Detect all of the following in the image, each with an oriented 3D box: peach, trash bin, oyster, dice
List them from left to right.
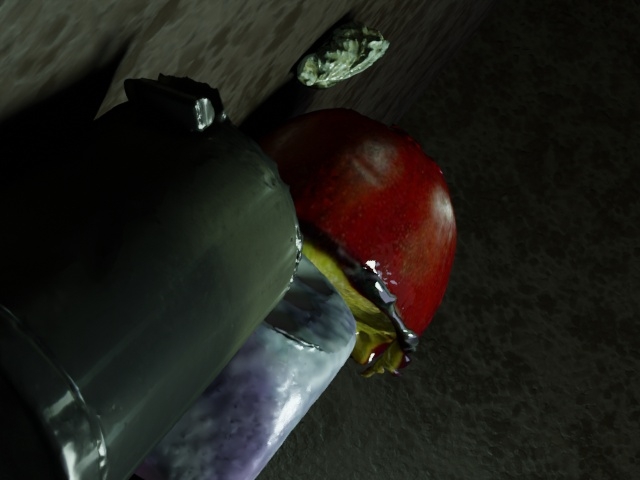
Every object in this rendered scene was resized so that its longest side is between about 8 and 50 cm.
[{"bbox_3d":[-0.162,0.048,0.719,0.301,0.203,0.252,-49,155,-54],"label":"trash bin"},{"bbox_3d":[-0.145,0.113,1.065,0.271,0.270,0.270,-52,177,16],"label":"dice"},{"bbox_3d":[0.000,0.000,1.457,0.416,0.339,0.353,-36,134,-72],"label":"peach"},{"bbox_3d":[0.024,-0.237,1.430,0.125,0.064,0.177,-36,-170,9],"label":"oyster"}]

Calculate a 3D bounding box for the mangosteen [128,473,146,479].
[{"bbox_3d":[-0.213,0.327,0.812,0.306,0.360,0.306,-19,163,-6],"label":"mangosteen"}]
